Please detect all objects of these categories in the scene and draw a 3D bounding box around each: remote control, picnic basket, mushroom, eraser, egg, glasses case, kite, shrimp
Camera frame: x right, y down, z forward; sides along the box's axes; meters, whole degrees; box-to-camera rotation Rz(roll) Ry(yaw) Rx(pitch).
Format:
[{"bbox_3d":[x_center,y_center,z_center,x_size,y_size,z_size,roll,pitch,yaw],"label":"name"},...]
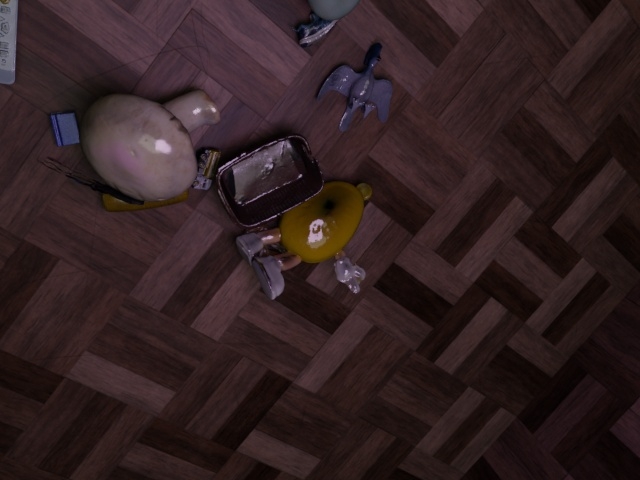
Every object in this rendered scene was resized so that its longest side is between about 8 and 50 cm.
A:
[{"bbox_3d":[-0.771,-0.523,1.458,0.103,0.051,0.293,4,108,-22],"label":"remote control"},{"bbox_3d":[-0.158,-0.184,1.779,0.297,0.129,0.222,-28,117,-7],"label":"picnic basket"},{"bbox_3d":[-0.425,-0.233,1.574,0.356,0.315,0.314,-2,113,-18],"label":"mushroom"},{"bbox_3d":[-0.663,-0.292,1.610,0.063,0.027,0.084,-11,117,-14],"label":"eraser"},{"bbox_3d":[0.043,-0.689,1.601,0.168,0.168,0.230,6,114,-22],"label":"egg"},{"bbox_3d":[-0.487,-0.126,1.727,0.234,0.064,0.079,-10,108,-13],"label":"glasses case"},{"bbox_3d":[-0.595,-0.150,1.605,0.286,0.152,0.015,26,94,-4],"label":"kite"},{"bbox_3d":[-0.156,0.013,1.914,0.190,0.042,0.101,26,91,-26],"label":"shrimp"}]

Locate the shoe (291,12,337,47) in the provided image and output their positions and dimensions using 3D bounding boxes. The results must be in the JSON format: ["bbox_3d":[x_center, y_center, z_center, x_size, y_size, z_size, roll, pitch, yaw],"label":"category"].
[{"bbox_3d":[-0.008,-0.589,1.694,0.143,0.064,0.071,-35,101,-8],"label":"shoe"}]

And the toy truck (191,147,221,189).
[{"bbox_3d":[-0.327,-0.205,1.754,0.063,0.052,0.123,11,107,-30],"label":"toy truck"}]

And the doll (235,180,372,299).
[{"bbox_3d":[-0.037,-0.003,1.831,0.424,0.161,0.347,-4,76,-10],"label":"doll"}]

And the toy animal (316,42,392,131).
[{"bbox_3d":[0.122,-0.435,1.798,0.239,0.176,0.255,18,140,-22],"label":"toy animal"}]
